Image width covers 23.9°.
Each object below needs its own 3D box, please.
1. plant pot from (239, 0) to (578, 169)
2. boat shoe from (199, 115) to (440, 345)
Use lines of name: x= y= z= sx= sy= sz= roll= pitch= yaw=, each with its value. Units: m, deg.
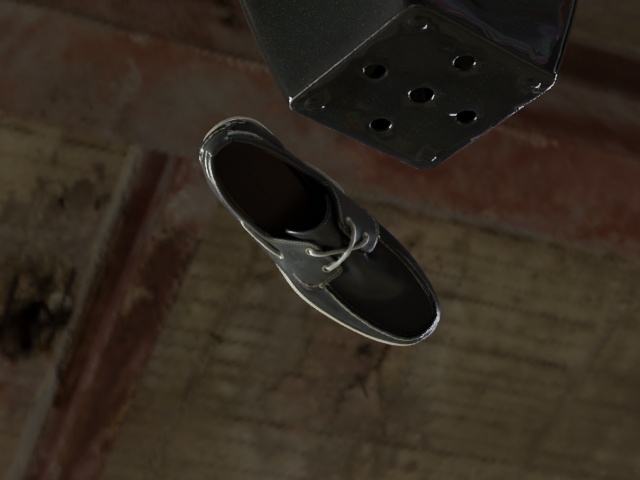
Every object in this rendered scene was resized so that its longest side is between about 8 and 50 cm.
plant pot: x=0.059 y=-0.160 z=0.999 sx=0.187 sy=0.167 sz=0.188 roll=23 pitch=-40 yaw=-33
boat shoe: x=0.000 y=0.000 z=1.150 sx=0.233 sy=0.079 sz=0.084 roll=43 pitch=-92 yaw=-9
